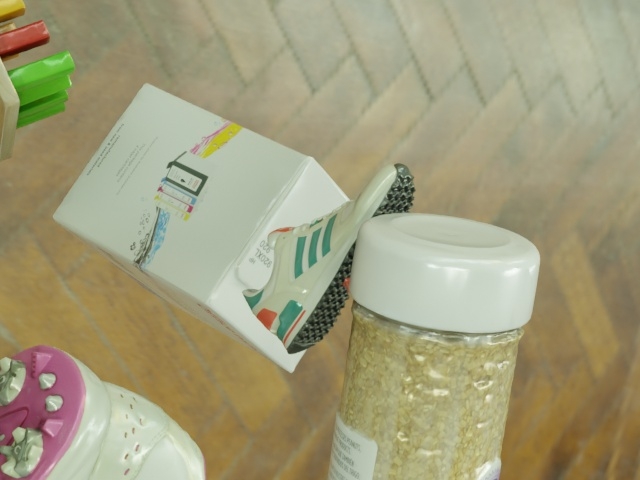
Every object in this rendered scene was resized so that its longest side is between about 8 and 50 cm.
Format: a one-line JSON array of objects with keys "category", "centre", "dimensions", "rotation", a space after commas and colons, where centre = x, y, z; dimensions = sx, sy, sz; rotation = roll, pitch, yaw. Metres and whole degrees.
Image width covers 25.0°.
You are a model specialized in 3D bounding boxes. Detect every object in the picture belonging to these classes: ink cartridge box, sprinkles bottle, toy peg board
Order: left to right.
[{"category": "toy peg board", "centre": [-0.297, -0.181, 1.362], "dimensions": [0.079, 0.161, 0.160], "rotation": [-23, 82, -20]}, {"category": "ink cartridge box", "centre": [-0.098, -0.013, 1.403], "dimensions": [0.168, 0.233, 0.171], "rotation": [-56, 143, -9]}, {"category": "sprinkles bottle", "centre": [0.062, 0.164, 0.980], "dimensions": [0.121, 0.121, 0.355], "rotation": [-8, 111, -46]}]

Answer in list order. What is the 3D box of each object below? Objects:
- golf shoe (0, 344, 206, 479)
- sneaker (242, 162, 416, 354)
[{"category": "golf shoe", "centre": [-0.189, 0.184, 0.814], "dimensions": [0.140, 0.115, 0.306], "rotation": [25, 127, -40]}, {"category": "sneaker", "centre": [0.000, 0.000, 1.041], "dimensions": [0.161, 0.075, 0.057], "rotation": [-57, 157, 16]}]
